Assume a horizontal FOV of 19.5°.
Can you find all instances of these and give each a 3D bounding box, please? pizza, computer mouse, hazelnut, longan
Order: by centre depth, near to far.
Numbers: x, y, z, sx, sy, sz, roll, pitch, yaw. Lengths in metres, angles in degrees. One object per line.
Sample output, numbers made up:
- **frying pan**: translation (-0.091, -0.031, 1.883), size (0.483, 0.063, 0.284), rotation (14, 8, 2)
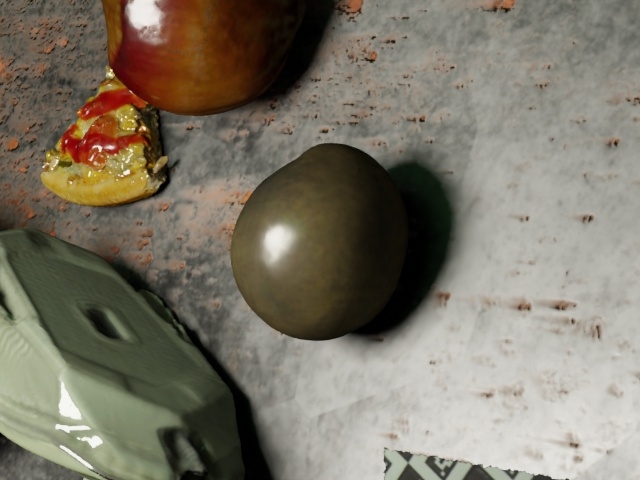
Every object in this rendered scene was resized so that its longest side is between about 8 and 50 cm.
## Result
- **longan**: translation (0.000, 0.000, 1.725), size (0.167, 0.167, 0.187), rotation (-1, 48, 41)
- **computer mouse**: translation (-0.232, 0.142, 1.815), size (0.429, 0.228, 0.145), rotation (46, 112, 46)
- **hazelnut**: translation (-0.121, -0.250, 1.928), size (0.217, 0.217, 0.251), rotation (-32, 28, 26)
- **pizza**: translation (-0.230, -0.134, 2.057), size (0.188, 0.062, 0.199), rotation (-1, 68, 39)

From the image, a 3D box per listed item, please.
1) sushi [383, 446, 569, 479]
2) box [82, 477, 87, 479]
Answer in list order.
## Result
- **sushi**: translation (0.151, 0.291, 1.501), size (0.219, 0.047, 0.231), rotation (6, 97, 38)
- **box**: translation (-0.191, 0.259, 1.845), size (0.117, 0.036, 0.051), rotation (7, 75, 43)
